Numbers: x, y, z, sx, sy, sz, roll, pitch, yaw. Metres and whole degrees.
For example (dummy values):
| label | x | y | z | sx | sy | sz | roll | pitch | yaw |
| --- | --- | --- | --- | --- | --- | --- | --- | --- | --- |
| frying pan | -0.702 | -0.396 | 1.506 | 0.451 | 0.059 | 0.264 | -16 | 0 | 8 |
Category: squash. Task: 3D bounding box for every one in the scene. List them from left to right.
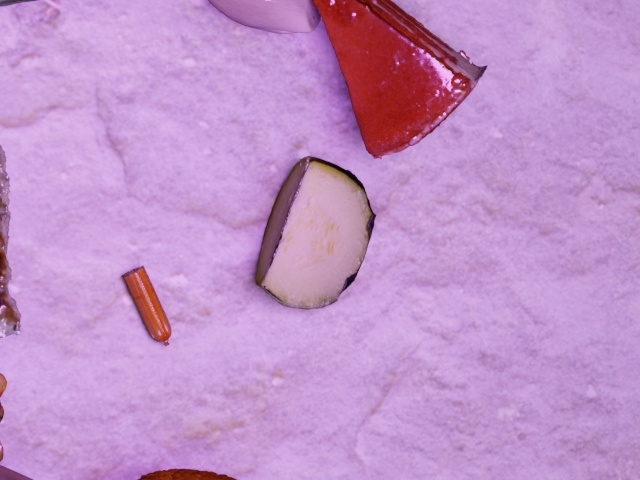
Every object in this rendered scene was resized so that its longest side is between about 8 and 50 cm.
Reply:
| label | x | y | z | sx | sy | sz | roll | pitch | yaw |
| --- | --- | --- | --- | --- | --- | --- | --- | --- | --- |
| squash | -0.020 | -0.007 | 2.106 | 0.184 | 0.085 | 0.192 | 26 | 85 | -52 |

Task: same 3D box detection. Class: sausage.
| label | x | y | z | sx | sy | sz | roll | pitch | yaw |
| --- | --- | --- | --- | --- | --- | --- | --- | --- | --- |
| sausage | -0.213 | 0.084 | 2.038 | 0.031 | 0.031 | 0.107 | -29 | 105 | -20 |

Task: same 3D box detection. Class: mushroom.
| label | x | y | z | sx | sy | sz | roll | pitch | yaw |
| --- | --- | --- | --- | --- | --- | --- | --- | --- | --- |
| mushroom | -0.091 | -0.321 | 2.034 | 0.212 | 0.088 | 0.097 | 23 | 72 | -17 |

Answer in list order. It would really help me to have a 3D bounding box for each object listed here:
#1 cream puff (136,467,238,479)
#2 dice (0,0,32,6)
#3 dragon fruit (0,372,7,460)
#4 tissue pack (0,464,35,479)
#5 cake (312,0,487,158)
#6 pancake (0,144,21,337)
| label | x | y | z | sx | sy | sz | roll | pitch | yaw |
| --- | --- | --- | --- | --- | --- | --- | --- | --- | --- |
| cream puff | -0.178 | 0.413 | 1.982 | 0.303 | 0.212 | 0.303 | -6 | 105 | -24 |
| dice | -0.383 | -0.422 | 1.772 | 0.322 | 0.318 | 0.330 | -13 | 98 | -22 |
| dragon fruit | -0.430 | 0.185 | 1.903 | 0.150 | 0.133 | 0.208 | -23 | 121 | 5 |
| tissue pack | -0.513 | 0.336 | 1.783 | 0.387 | 0.267 | 0.277 | 26 | 67 | -22 |
| cake | 0.059 | -0.229 | 2.085 | 0.262 | 0.158 | 0.159 | 37 | 110 | 2 |
| pancake | -0.516 | 0.000 | 1.792 | 0.427 | 0.067 | 0.305 | -10 | 59 | -30 |
